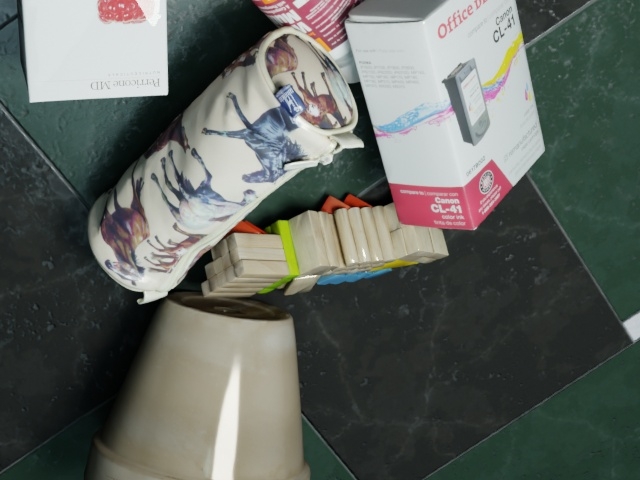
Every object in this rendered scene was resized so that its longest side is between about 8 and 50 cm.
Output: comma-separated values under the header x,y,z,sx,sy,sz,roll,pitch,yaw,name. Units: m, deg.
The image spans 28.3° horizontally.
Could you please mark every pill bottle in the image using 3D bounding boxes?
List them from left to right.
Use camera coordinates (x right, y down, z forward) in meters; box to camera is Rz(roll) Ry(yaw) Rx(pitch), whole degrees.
x,y,z,sx,sy,sz,roll,pitch,yaw,name
-0.004,-0.310,1.656,0.121,0.121,0.221,-41,127,9,pill bottle

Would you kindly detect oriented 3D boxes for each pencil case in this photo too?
x,y,z,sx,sy,sz,roll,pitch,yaw,name
-0.135,-0.087,1.664,0.410,0.183,0.160,-40,151,30,pencil case

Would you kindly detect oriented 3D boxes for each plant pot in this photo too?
x,y,z,sx,sy,sz,roll,pitch,yaw,name
-0.157,0.227,1.813,0.323,0.323,0.280,8,97,-15,plant pot

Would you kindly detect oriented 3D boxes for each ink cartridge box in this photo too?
x,y,z,sx,sy,sz,roll,pitch,yaw,name
0.173,-0.200,1.687,0.226,0.131,0.306,-44,130,-39,ink cartridge box

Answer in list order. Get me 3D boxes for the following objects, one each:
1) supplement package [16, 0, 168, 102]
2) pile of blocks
x,y,z,sx,sy,sz,roll,pitch,yaw,name
-0.286,-0.337,1.564,0.177,0.175,0.293,-5,116,-14,supplement package
0.000,0.000,1.840,0.362,0.149,0.112,-7,73,-18,pile of blocks
